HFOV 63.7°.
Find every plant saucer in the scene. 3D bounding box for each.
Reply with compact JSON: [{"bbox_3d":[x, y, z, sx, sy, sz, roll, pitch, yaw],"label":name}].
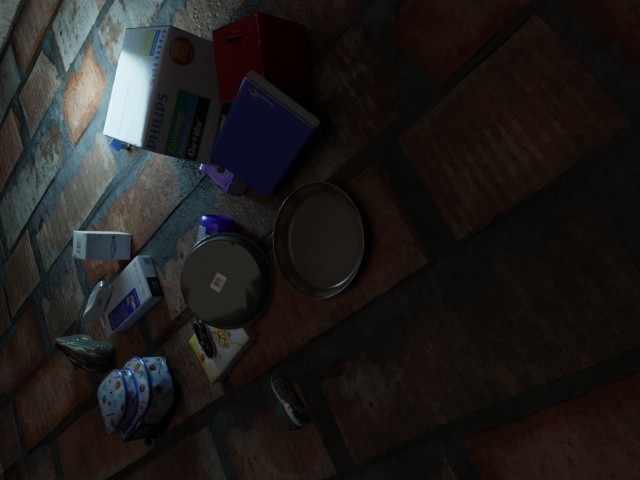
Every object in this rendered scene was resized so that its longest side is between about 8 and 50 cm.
[{"bbox_3d":[0.000,0.000,1.369,0.311,0.050,0.310,0,89,40],"label":"plant saucer"}]

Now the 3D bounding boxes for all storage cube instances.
[{"bbox_3d":[-0.155,-0.479,1.398,0.184,0.215,0.193,-2,95,39],"label":"storage cube"}]

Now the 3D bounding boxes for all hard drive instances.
[{"bbox_3d":[-0.160,-0.268,1.374,0.210,0.040,0.318,36,140,-6],"label":"hard drive"}]

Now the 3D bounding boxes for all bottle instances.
[{"bbox_3d":[-0.338,0.064,1.617,0.118,0.092,0.282,16,100,38],"label":"bottle"}]

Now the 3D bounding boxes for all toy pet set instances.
[{"bbox_3d":[-0.762,-0.408,1.984,0.114,0.065,0.122,-39,66,32],"label":"toy pet set"}]

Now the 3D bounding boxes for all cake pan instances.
[{"bbox_3d":[-0.286,0.122,1.516,0.294,0.054,0.292,0,90,12],"label":"cake pan"}]

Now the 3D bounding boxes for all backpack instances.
[{"bbox_3d":[-0.635,0.534,1.797,0.263,0.213,0.276,-48,58,17],"label":"backpack"}]

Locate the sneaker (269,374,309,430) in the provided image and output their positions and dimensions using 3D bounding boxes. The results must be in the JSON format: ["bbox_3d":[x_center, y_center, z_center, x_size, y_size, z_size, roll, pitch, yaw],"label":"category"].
[{"bbox_3d":[-0.103,0.460,1.445,0.076,0.065,0.166,-52,58,31],"label":"sneaker"}]

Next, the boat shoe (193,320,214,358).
[{"bbox_3d":[-0.366,0.311,1.610,0.046,0.038,0.125,-31,69,35],"label":"boat shoe"}]

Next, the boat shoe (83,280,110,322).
[{"bbox_3d":[-0.874,0.237,2.001,0.063,0.066,0.184,52,123,44],"label":"boat shoe"}]

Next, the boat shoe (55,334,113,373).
[{"bbox_3d":[-0.990,0.473,2.127,0.356,0.132,0.130,4,92,40],"label":"boat shoe"}]

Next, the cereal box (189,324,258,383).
[{"bbox_3d":[-0.310,0.310,1.621,0.173,0.047,0.240,52,120,27],"label":"cereal box"}]

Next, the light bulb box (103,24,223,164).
[{"bbox_3d":[-0.479,-0.451,1.602,0.361,0.225,0.357,24,102,47],"label":"light bulb box"}]

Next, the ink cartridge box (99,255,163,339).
[{"bbox_3d":[-0.737,0.223,1.962,0.371,0.069,0.175,-37,67,31],"label":"ink cartridge box"}]

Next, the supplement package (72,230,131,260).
[{"bbox_3d":[-0.833,0.019,1.966,0.105,0.179,0.105,5,93,40],"label":"supplement package"}]

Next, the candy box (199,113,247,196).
[{"bbox_3d":[-0.269,-0.261,1.575,0.165,0.070,0.196,41,115,33],"label":"candy box"}]
